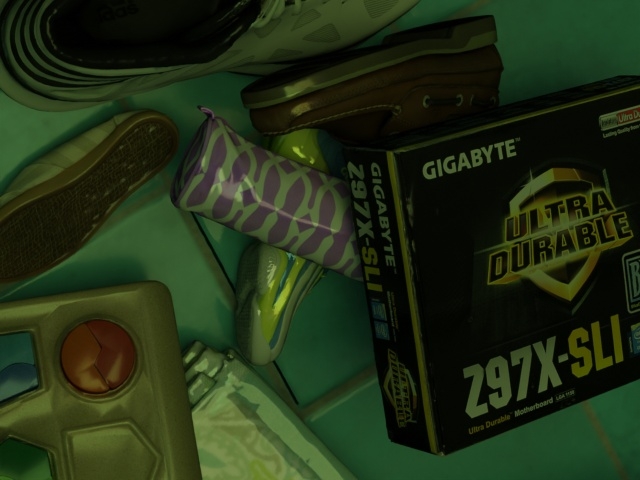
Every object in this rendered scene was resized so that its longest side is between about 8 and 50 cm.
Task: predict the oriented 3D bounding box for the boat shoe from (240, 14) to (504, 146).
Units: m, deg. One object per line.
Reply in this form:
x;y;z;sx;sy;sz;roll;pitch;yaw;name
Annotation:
0.061;-0.118;1.452;0.307;0.111;0.104;-21;104;-43;boat shoe

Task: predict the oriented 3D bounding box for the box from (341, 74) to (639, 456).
0.183;0.013;1.445;0.322;0.079;0.257;-16;104;-33;box

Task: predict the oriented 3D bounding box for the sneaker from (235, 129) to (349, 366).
0.000;0.000;1.520;0.126;0.091;0.240;9;94;-17;sneaker

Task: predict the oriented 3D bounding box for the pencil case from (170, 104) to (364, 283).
-0.023;-0.034;1.422;0.206;0.086;0.088;21;96;-18;pencil case

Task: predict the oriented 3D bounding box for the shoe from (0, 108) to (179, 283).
-0.219;-0.041;1.476;0.219;0.058;0.076;-37;125;-4;shoe

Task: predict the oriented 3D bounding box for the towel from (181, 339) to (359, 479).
-0.082;0.320;1.527;0.320;0.090;0.374;-45;101;-10;towel

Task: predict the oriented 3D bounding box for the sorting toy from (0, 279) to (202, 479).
-0.210;0.196;1.405;0.229;0.041;0.307;-8;81;-16;sorting toy

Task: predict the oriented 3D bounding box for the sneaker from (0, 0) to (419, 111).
-0.036;-0.205;1.381;0.447;0.257;0.169;-21;103;-20;sneaker
